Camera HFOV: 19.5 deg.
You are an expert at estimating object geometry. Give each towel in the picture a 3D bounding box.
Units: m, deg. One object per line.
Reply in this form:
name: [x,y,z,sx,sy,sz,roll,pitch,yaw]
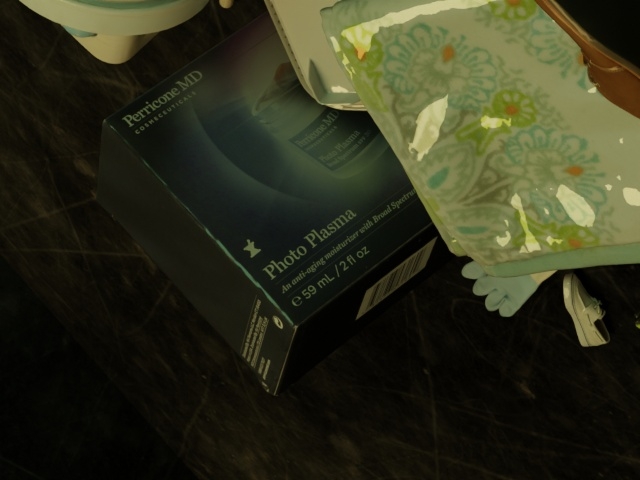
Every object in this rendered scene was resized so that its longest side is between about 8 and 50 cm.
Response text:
towel: [0.219,-0.116,1.569,0.374,0.090,0.320,-9,128,34]

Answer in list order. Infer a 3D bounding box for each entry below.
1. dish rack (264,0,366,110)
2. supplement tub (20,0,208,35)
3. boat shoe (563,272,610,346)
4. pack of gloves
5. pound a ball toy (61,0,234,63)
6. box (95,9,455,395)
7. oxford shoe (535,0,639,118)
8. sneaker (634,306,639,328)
dish rack: [0.082,-0.218,1.669,0.333,0.072,0.285,2,134,30]
supplement tub: [-0.158,-0.360,1.539,0.241,0.241,0.331,37,139,19]
boat shoe: [0.285,0.074,1.982,0.035,0.035,0.100,-4,127,26]
pack of gloves: [0.182,-0.028,1.997,0.195,0.046,0.232,54,155,10]
pound a ball toy: [-0.198,-0.294,2.058,0.208,0.136,0.319,44,157,5]
box: [-0.026,-0.059,1.908,0.294,0.296,0.183,46,155,15]
oxford shoe: [0.223,-0.145,1.429,0.212,0.076,0.076,40,143,-13]
sneaker: [0.403,0.053,1.685,0.121,0.111,0.300,37,163,-6]
